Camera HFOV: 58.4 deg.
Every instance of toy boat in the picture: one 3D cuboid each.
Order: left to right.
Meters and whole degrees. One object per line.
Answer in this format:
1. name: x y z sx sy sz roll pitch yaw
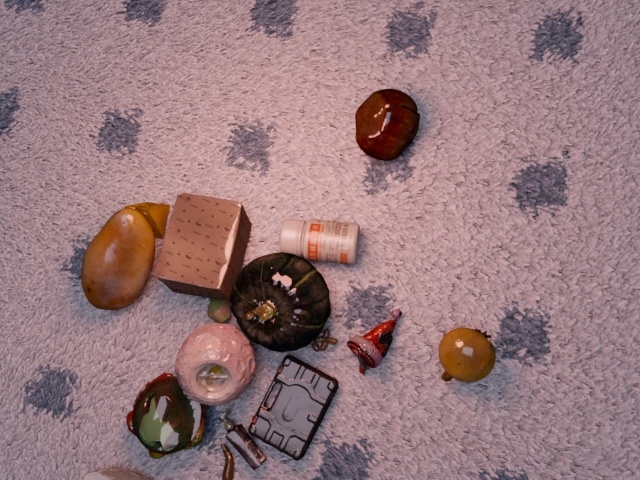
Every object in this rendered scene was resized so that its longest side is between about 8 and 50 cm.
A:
1. toy boat: -0.683 0.873 1.876 0.276 0.111 0.293 41 76 11

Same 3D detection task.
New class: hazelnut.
1. hazelnut: 0.218 -0.387 1.906 0.218 0.218 0.234 33 106 11

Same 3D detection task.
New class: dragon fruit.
1. dragon fruit: -0.500 0.579 1.880 0.268 0.130 0.295 14 83 4

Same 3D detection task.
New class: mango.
1. mango: -0.672 0.061 1.914 0.222 0.199 0.384 12 112 -20

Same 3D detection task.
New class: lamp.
1. lamp: 0.010 0.337 1.896 0.083 0.031 0.063 -39 77 4

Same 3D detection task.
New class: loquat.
1. loquat: 0.448 0.360 1.778 0.172 0.149 0.204 37 99 7

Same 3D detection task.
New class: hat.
1. hat: 0.192 0.315 1.851 0.227 0.129 0.140 -44 120 -17

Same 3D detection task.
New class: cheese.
1. cheese: -0.597 -0.088 1.963 0.093 0.171 0.126 9 81 7

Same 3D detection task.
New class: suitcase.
1. suitcase: -0.087 0.539 1.859 0.206 0.066 0.285 26 86 9

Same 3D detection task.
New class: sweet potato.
1. sweet potato: -0.303 0.742 1.872 0.041 0.038 0.153 -2 79 -16

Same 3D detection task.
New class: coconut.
1. coconut: -0.342 0.229 1.932 0.083 0.082 0.081 -38 116 4

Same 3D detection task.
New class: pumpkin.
1. pumpkin: -0.126 0.196 1.825 0.323 0.241 0.323 2 97 15

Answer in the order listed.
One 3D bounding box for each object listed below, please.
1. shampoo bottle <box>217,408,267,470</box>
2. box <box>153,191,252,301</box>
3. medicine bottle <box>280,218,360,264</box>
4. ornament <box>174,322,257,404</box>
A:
1. shampoo bottle: -0.258 0.647 1.869 0.063 0.057 0.207 -42 80 0
2. box: -0.375 0.026 1.883 0.225 0.190 0.297 9 72 7
3. medicine bottle: 0.000 0.000 1.891 0.252 0.144 0.144 8 83 10
4. ornament: -0.330 0.386 1.826 0.259 0.225 0.259 -1 108 -3
